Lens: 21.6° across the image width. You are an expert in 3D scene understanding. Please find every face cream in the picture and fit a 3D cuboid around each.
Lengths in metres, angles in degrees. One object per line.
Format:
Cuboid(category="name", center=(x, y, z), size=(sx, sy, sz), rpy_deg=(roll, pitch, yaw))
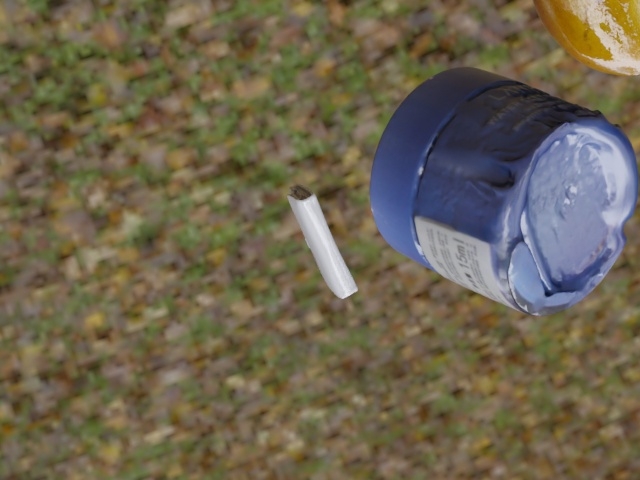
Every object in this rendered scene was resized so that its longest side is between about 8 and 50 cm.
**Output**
Cuboid(category="face cream", center=(0.219, -0.058, 1.958), size=(0.249, 0.225, 0.249), rpy_deg=(-21, 123, -36))

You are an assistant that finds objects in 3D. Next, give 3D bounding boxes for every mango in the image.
Cuboid(category="mango", center=(0.340, -0.298, 2.063), size=(0.145, 0.219, 0.112), rpy_deg=(-29, -178, -2))

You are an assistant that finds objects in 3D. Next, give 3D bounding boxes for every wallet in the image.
Cuboid(category="wallet", center=(0.000, 0.000, 1.771), size=(0.025, 0.061, 0.122), rpy_deg=(-27, 111, -7))
